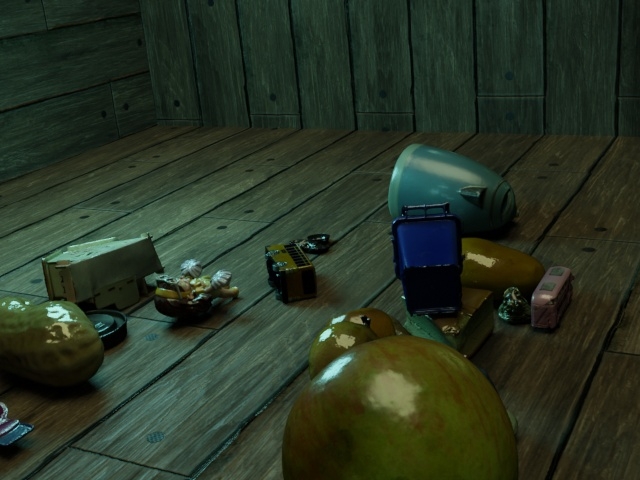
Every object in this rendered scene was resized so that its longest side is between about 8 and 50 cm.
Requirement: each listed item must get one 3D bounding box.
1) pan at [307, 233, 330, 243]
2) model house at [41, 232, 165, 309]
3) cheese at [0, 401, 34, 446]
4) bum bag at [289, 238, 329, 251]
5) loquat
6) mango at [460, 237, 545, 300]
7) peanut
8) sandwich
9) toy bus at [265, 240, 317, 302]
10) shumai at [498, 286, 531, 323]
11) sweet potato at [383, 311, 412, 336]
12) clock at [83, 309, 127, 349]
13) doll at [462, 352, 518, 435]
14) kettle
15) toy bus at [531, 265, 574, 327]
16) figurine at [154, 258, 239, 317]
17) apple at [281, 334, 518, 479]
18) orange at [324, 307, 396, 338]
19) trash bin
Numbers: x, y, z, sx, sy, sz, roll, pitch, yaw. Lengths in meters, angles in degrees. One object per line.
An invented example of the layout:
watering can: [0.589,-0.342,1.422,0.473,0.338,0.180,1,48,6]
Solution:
pan: [0.000,0.001,2.550,0.068,0.023,0.115,-7,11,-11]
model house: [-0.610,0.094,2.294,0.244,0.169,0.326,-1,14,34]
cheese: [-0.666,0.359,1.692,0.244,0.062,0.155,7,24,29]
bum bag: [-0.037,0.015,2.520,0.124,0.034,0.058,6,7,27]
loquat: [0.057,0.247,1.669,0.149,0.172,0.205,-11,54,42]
mango: [0.407,0.074,2.087,0.254,0.139,0.175,11,31,24]
peanut: [-0.623,0.211,1.916,0.387,0.169,0.192,10,51,37]
sandwich: [0.255,0.182,1.872,0.186,0.108,0.220,6,26,30]
toy bus: [-0.079,0.077,2.264,0.114,0.098,0.201,-9,20,-12]
shumai: [0.442,0.143,1.969,0.082,0.080,0.083,-20,22,-39]
sweet potato: [0.158,0.207,1.910,0.068,0.060,0.206,-50,33,-7]
clock: [-0.555,0.220,2.080,0.184,0.040,0.184,-6,19,2]
doll: [0.194,0.304,1.522,0.258,0.154,0.228,-24,30,-26]
kettle: [0.421,-0.128,2.558,0.342,0.247,0.319,16,2,29]
toy bus: [0.529,0.129,1.972,0.063,0.090,0.203,4,21,27]
figurine: [-0.309,0.126,2.166,0.174,0.116,0.240,14,22,39]
apple: [0.119,0.312,1.237,0.339,0.340,0.339,-5,20,2]
orange: [0.083,0.210,1.825,0.156,0.134,0.156,-9,-22,-4]
trash bin: [0.233,0.042,1.855,0.162,0.184,0.234,-4,26,6]
